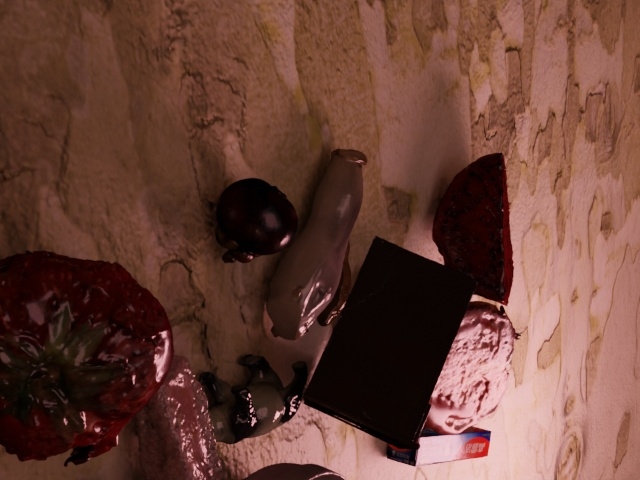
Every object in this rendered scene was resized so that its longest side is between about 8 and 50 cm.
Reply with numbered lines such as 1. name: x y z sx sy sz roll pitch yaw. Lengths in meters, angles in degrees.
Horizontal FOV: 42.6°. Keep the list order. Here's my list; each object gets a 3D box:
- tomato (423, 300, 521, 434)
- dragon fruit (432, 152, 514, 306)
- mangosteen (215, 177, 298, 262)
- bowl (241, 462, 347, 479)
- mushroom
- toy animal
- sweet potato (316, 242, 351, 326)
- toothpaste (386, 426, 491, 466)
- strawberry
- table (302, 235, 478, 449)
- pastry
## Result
1. tomato: 0.243 0.238 1.652 0.309 0.170 0.308 -12 113 -30
2. dragon fruit: 0.327 -0.010 1.738 0.205 0.152 0.316 29 60 -67
3. mangosteen: -0.104 -0.023 1.235 0.140 0.140 0.140 -13 108 -48
4. bowl: -0.082 0.484 1.324 0.287 0.144 0.286 -23 120 -46
5. mushroom: 0.001 0.000 1.381 0.109 0.097 0.351 45 60 -48
6. toy animal: -0.123 0.258 1.290 0.225 0.094 0.121 -13 116 -49
7. sweet potato: 0.029 0.065 1.455 0.053 0.054 0.182 116 -17 -83
8. toothpaste: 0.265 0.445 1.793 0.320 0.076 0.066 11 86 -51
9. strawberry: -0.304 0.121 0.959 0.274 0.220 0.274 -7 119 -13
10. table: 0.114 0.180 1.375 0.250 0.196 0.282 90 24 -75
11. pastry: -0.201 0.291 1.162 0.103 0.112 0.265 -26 98 -61
